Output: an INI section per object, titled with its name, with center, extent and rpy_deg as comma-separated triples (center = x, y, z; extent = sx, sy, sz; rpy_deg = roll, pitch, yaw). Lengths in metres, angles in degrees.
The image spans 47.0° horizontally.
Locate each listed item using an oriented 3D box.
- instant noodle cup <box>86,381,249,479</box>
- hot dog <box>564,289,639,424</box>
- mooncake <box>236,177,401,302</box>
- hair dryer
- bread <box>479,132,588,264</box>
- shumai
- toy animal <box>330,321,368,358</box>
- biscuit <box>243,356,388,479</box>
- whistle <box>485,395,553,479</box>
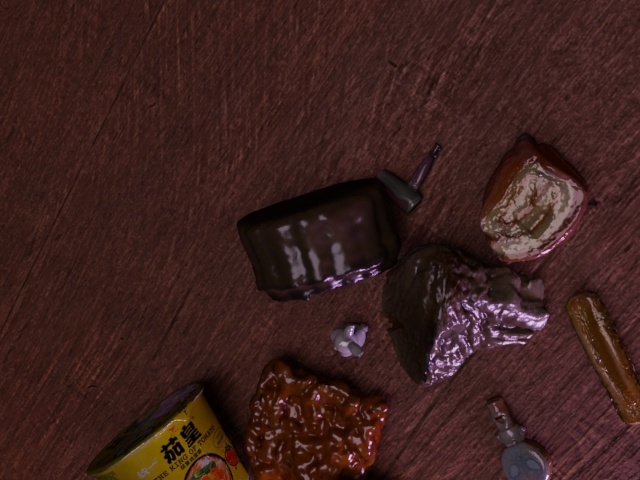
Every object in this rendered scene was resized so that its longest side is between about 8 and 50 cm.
[instant noodle cup]
center = -0.337, 0.528, 1.715
extent = 0.325, 0.325, 0.254
rpy_deg = -33, 95, 21
[hot dog]
center = 0.579, 0.231, 1.465
extent = 0.083, 0.068, 0.289
rpy_deg = -24, 95, 44
[mooncake]
center = 0.001, -0.001, 1.500
extent = 0.324, 0.324, 0.187
rpy_deg = -15, 99, 21
[hair dryer]
center = 0.200, -0.144, 1.555
extent = 0.154, 0.054, 0.106
rpy_deg = -46, 78, 10
[bread]
center = 0.409, -0.065, 1.448
extent = 0.190, 0.123, 0.244
rpy_deg = 32, 109, 11
[shumai]
center = 0.291, 0.131, 1.511
extent = 0.283, 0.217, 0.346
rpy_deg = -17, 127, -16
[toy animal]
center = 0.062, 0.220, 1.613
extent = 0.085, 0.124, 0.071
rpy_deg = -21, 86, 19
[biscuit]
center = -0.020, 0.446, 1.686
extent = 0.312, 0.110, 0.318
rpy_deg = 18, 104, 15
[whistle]
center = 0.418, 0.435, 1.561
extent = 0.107, 0.057, 0.220
rpy_deg = -32, 82, 34
